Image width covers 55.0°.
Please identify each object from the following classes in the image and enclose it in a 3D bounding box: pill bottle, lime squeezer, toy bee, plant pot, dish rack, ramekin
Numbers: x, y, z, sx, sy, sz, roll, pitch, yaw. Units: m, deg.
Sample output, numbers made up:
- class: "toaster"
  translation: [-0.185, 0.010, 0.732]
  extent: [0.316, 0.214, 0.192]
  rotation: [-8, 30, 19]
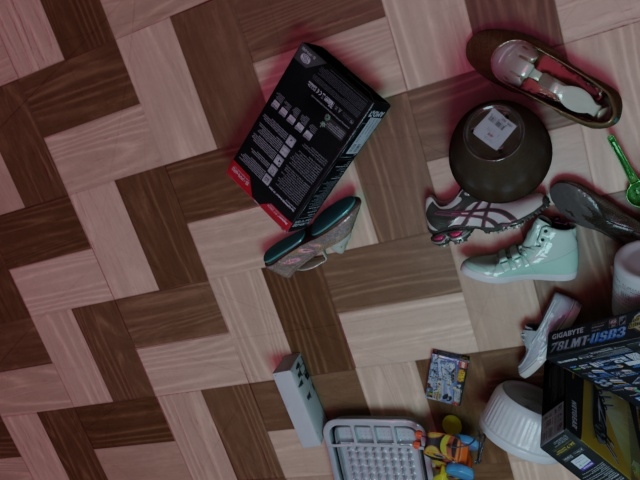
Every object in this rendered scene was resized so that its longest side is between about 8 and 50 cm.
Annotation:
- class: "pill bottle"
  translation: [0.683, 0.121, 1.289]
  extent: [0.131, 0.131, 0.229]
  rotation: [-3, 131, 19]
- class: "lime squeezer"
  translation: [0.668, -0.069, 1.245]
  extent: [0.059, 0.110, 0.310]
  rotation: [-21, 72, 14]
- class: "toy bee"
  translation: [0.316, 0.518, 1.545]
  extent: [0.162, 0.195, 0.298]
  rotation: [12, 128, 14]
- class: "plant pot"
  translation: [0.349, -0.192, 1.216]
  extent: [0.215, 0.230, 0.215]
  rotation: [-1, 87, 19]
- class: "dish rack"
  translation: [0.172, 0.617, 1.698]
  extent: [0.286, 0.072, 0.332]
  rotation: [-5, 108, 19]
- class: "ramekin"
  translation: [0.492, 0.420, 1.454]
  extent: [0.207, 0.207, 0.109]
  rotation: [19, 105, 10]

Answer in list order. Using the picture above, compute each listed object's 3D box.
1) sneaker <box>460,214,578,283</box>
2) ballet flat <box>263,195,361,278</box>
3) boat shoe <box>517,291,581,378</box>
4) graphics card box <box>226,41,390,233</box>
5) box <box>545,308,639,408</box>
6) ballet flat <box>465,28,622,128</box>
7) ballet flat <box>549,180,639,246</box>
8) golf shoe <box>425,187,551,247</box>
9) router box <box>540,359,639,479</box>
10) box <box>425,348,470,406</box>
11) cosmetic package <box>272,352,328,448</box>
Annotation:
- class: "sneaker"
  translation: [0.442, 0.012, 1.371]
  extent: [0.256, 0.094, 0.151]
  rotation: [-3, 115, 8]
- class: "ballet flat"
  translation: [0.000, 0.000, 1.520]
  extent: [0.316, 0.107, 0.106]
  rotation: [-31, 118, 30]
- class: "boat shoe"
  translation: [0.516, 0.218, 1.443]
  extent: [0.081, 0.079, 0.227]
  rotation: [33, 111, 14]
- class: "graphics card box"
  translation: [-0.038, -0.229, 1.405]
  extent: [0.233, 0.094, 0.371]
  rotation: [45, 119, 19]
- class: "box"
  translation: [0.684, 0.249, 1.274]
  extent: [0.293, 0.073, 0.295]
  rotation: [26, 151, -16]
- class: "ballet flat"
  translation: [0.448, -0.322, 1.230]
  extent: [0.342, 0.124, 0.116]
  rotation: [33, 116, 4]
- class: "ballet flat"
  translation: [0.611, -0.056, 1.321]
  extent: [0.250, 0.058, 0.084]
  rotation: [33, 142, 10]
- class: "golf shoe"
  translation: [0.364, -0.072, 1.365]
  extent: [0.273, 0.105, 0.120]
  rotation: [-16, 97, 22]
- class: "router box"
  translation: [0.606, 0.406, 1.347]
  extent: [0.243, 0.309, 0.081]
  rotation: [38, 122, 0]
- class: "box"
  translation: [0.324, 0.351, 1.574]
  extent: [0.094, 0.027, 0.137]
  rotation: [12, 113, 15]
- class: "cosmetic package"
  translation: [-0.050, 0.439, 1.688]
  extent: [0.061, 0.099, 0.239]
  rotation: [-15, 105, 23]
